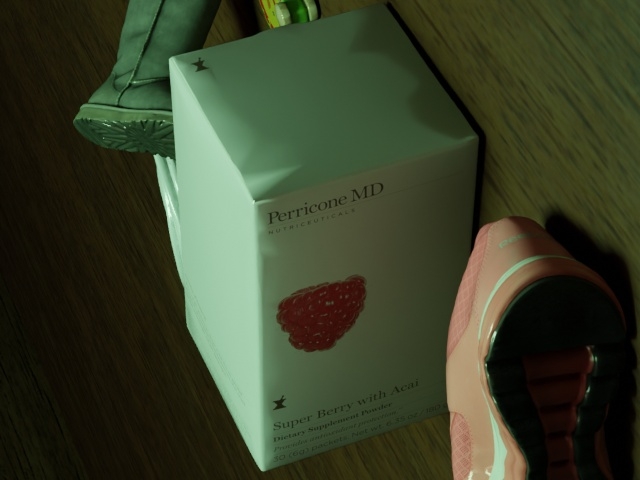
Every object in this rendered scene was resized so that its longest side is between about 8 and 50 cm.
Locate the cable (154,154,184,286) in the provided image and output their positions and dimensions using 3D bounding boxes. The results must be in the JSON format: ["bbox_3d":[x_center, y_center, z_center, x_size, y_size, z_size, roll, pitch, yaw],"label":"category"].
[{"bbox_3d":[-0.109,-0.046,1.867,0.257,0.089,0.257,-162,60,-85],"label":"cable"}]

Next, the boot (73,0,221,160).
[{"bbox_3d":[-0.116,-0.177,1.746,0.190,0.208,0.076,14,154,28],"label":"boot"}]

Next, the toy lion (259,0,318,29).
[{"bbox_3d":[-0.034,-0.200,1.658,0.096,0.034,0.100,87,160,-58],"label":"toy lion"}]

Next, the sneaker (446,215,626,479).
[{"bbox_3d":[0.139,0.123,1.301,0.136,0.116,0.313,-112,21,-56],"label":"sneaker"}]

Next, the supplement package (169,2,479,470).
[{"bbox_3d":[0.000,0.000,1.469,0.293,0.178,0.175,89,158,-45],"label":"supplement package"}]
